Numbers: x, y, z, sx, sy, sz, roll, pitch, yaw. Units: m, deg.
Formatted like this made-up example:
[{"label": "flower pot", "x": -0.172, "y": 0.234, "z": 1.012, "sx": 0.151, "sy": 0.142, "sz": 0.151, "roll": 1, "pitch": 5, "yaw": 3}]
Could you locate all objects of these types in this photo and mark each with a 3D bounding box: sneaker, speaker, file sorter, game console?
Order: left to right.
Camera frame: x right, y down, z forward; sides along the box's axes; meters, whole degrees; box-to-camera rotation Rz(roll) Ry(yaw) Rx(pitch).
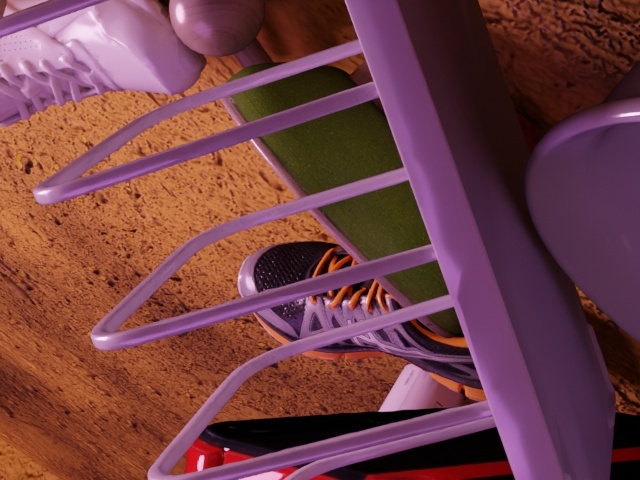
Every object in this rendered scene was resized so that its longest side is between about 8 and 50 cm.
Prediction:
[{"label": "sneaker", "x": -0.165, "y": -0.107, "z": 1.040, "sx": 0.232, "sy": 0.115, "sz": 0.090, "roll": 17, "pitch": 155, "yaw": 44}, {"label": "file sorter", "x": 0.000, "y": 0.000, "z": 0.728, "sx": 0.173, "sy": 0.193, "sz": 0.277, "roll": -18, "pitch": 101, "yaw": 16}, {"label": "sneaker", "x": 0.045, "y": 0.038, "z": 1.141, "sx": 0.215, "sy": 0.084, "sz": 0.083, "roll": 13, "pitch": 155, "yaw": 17}, {"label": "speaker", "x": 0.056, "y": 0.164, "z": 1.317, "sx": 0.055, "sy": 0.136, "sz": 0.055, "roll": 27, "pitch": 159, "yaw": 11}, {"label": "game console", "x": 0.150, "y": 0.146, "z": 0.963, "sx": 0.342, "sy": 0.060, "sz": 0.387, "roll": 7, "pitch": -176, "yaw": 44}]

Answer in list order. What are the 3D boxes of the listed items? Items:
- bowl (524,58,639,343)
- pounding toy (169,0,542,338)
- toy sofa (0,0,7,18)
[{"label": "bowl", "x": 0.238, "y": -0.012, "z": 0.660, "sx": 0.298, "sy": 0.134, "sz": 0.298, "roll": 27, "pitch": 164, "yaw": 9}, {"label": "pounding toy", "x": 0.035, "y": -0.066, "z": 0.926, "sx": 0.183, "sy": 0.110, "sz": 0.237, "roll": 40, "pitch": -170, "yaw": -49}, {"label": "toy sofa", "x": -0.131, "y": -0.223, "z": 0.753, "sx": 0.150, "sy": 0.177, "sz": 0.362, "roll": 16, "pitch": 168, "yaw": -29}]
